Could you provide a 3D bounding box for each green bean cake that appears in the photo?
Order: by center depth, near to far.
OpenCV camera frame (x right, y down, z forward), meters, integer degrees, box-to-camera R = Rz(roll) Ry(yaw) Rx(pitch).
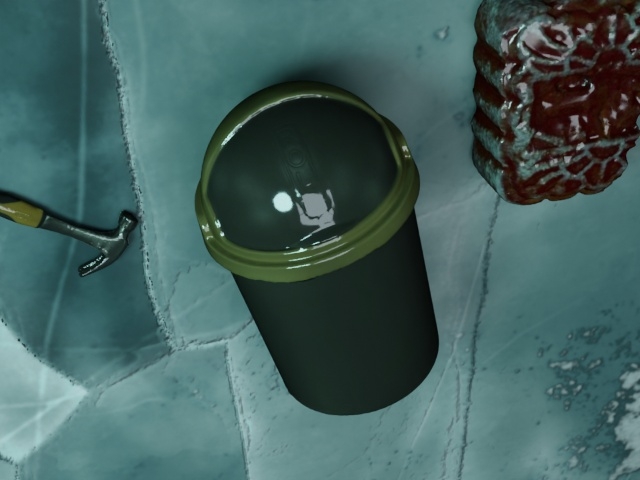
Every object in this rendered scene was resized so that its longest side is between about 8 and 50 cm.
[{"bbox_3d":[0.256,-0.153,1.387,0.198,0.097,0.233,-8,122,-15],"label":"green bean cake"}]

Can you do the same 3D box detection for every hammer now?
[{"bbox_3d":[-0.281,-0.021,1.326,0.201,0.021,0.078,21,111,-28],"label":"hammer"}]

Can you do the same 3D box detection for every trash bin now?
[{"bbox_3d":[0.000,0.000,1.324,0.214,0.214,0.334,-21,128,-6],"label":"trash bin"}]
